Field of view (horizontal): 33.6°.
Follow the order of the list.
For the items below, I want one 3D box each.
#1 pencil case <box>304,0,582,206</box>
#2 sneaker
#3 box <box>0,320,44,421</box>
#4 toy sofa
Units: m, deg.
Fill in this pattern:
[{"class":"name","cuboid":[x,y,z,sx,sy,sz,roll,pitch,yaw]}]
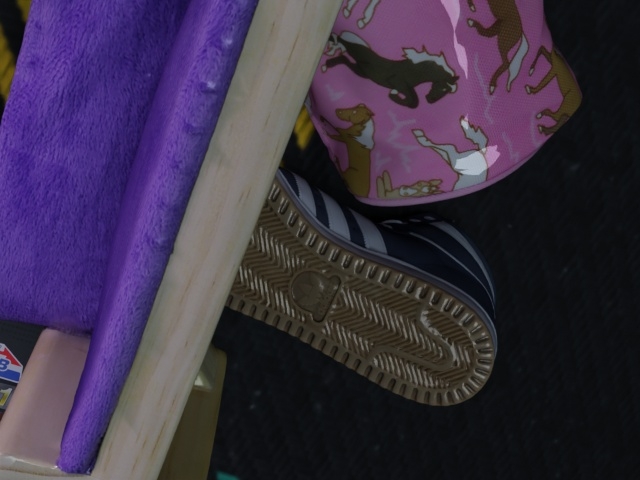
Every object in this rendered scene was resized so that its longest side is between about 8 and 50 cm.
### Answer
[{"class":"pencil case","cuboid":[0.017,-0.201,0.614,0.160,0.167,0.386,-38,117,-20]},{"class":"sneaker","cuboid":[0.000,0.000,0.732,0.282,0.153,0.099,33,110,6]},{"class":"box","cuboid":[-0.296,0.026,0.666,0.270,0.060,0.216,19,105,-22]},{"class":"toy sofa","cuboid":[-0.088,-0.046,0.530,0.177,0.150,0.362,18,118,-10]}]
